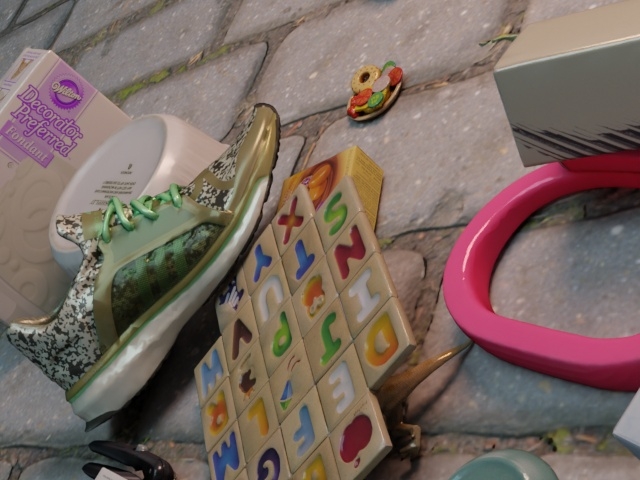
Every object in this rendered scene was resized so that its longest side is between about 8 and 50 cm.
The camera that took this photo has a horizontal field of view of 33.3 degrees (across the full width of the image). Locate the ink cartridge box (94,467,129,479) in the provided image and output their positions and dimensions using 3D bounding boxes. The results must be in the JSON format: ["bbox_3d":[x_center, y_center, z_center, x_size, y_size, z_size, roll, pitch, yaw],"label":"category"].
[{"bbox_3d":[-0.187,0.301,0.970,0.063,0.109,0.150,8,62,49],"label":"ink cartridge box"}]

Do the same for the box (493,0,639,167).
[{"bbox_3d":[0.284,-0.138,0.825,0.275,0.094,0.113,-8,26,33],"label":"box"}]

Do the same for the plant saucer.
[{"bbox_3d":[0.123,0.204,0.793,0.119,0.021,0.119,-30,37,25],"label":"plant saucer"}]

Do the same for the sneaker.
[{"bbox_3d":[-0.194,0.003,1.162,0.410,0.182,0.158,-55,11,-1],"label":"sneaker"}]

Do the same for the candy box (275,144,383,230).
[{"bbox_3d":[0.000,0.000,1.116,0.109,0.053,0.186,-23,40,36],"label":"candy box"}]

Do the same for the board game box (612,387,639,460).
[{"bbox_3d":[0.310,0.039,0.475,0.318,0.318,0.066,-54,32,-10],"label":"board game box"}]

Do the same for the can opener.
[{"bbox_3d":[-0.204,0.234,1.110,0.186,0.073,0.059,4,67,61],"label":"can opener"}]

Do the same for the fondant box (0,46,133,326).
[{"bbox_3d":[-0.394,-0.061,1.464,0.096,0.238,0.330,16,69,55],"label":"fondant box"}]

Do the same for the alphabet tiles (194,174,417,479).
[{"bbox_3d":[-0.030,0.110,0.981,0.285,0.011,0.342,-51,34,26],"label":"alphabet tiles"}]

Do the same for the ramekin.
[{"bbox_3d":[-0.222,-0.039,1.345,0.273,0.127,0.273,-30,37,25],"label":"ramekin"}]

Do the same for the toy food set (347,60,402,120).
[{"bbox_3d":[0.062,-0.176,1.254,0.082,0.020,0.083,-7,51,46],"label":"toy food set"}]

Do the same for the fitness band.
[{"bbox_3d":[0.220,0.011,0.851,0.291,0.054,0.209,10,64,54],"label":"fitness band"}]

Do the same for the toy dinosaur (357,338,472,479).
[{"bbox_3d":[0.052,0.142,0.910,0.183,0.053,0.092,-36,33,18],"label":"toy dinosaur"}]
